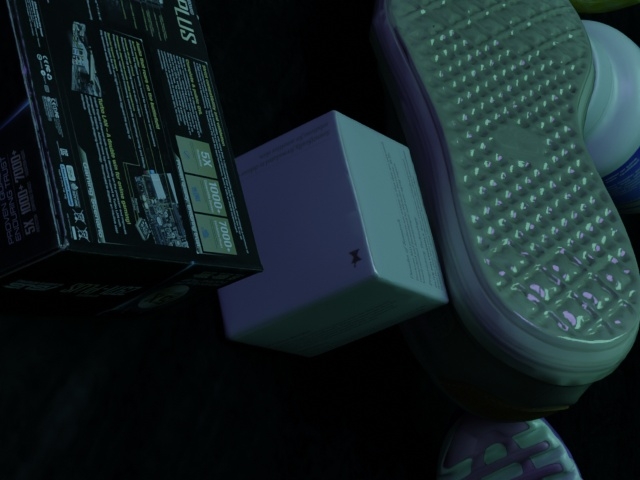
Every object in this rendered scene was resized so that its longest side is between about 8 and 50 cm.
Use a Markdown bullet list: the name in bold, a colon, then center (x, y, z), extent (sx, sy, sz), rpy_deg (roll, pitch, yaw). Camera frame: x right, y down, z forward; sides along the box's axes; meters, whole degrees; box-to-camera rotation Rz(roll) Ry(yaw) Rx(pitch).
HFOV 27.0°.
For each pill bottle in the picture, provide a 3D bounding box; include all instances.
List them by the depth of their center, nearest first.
- **pill bottle**: center (0.254, -0.118, 1.251), extent (0.272, 0.152, 0.152), rpy_deg (16, 57, -59)

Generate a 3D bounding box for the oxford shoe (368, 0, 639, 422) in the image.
- **oxford shoe**: center (0.106, -0.062, 0.906), extent (0.169, 0.130, 0.449), rpy_deg (9, 45, -13)

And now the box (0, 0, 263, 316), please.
- **box**: center (-0.115, -0.062, 0.603), extent (0.147, 0.077, 0.180), rpy_deg (7, 65, -60)

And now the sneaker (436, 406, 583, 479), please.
- **sneaker**: center (0.148, 0.182, 0.911), extent (0.236, 0.095, 0.104), rpy_deg (58, 21, -29)

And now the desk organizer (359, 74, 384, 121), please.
- **desk organizer**: center (0.084, -0.074, 1.013), extent (0.130, 0.050, 0.047), rpy_deg (54, -8, 5)

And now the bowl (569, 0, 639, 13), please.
- **bowl**: center (0.189, -0.335, 1.285), extent (0.289, 0.156, 0.289), rpy_deg (41, 38, -42)

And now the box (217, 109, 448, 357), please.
- **box**: center (0.000, 0.000, 0.745), extent (0.087, 0.101, 0.102), rpy_deg (19, 53, -56)
